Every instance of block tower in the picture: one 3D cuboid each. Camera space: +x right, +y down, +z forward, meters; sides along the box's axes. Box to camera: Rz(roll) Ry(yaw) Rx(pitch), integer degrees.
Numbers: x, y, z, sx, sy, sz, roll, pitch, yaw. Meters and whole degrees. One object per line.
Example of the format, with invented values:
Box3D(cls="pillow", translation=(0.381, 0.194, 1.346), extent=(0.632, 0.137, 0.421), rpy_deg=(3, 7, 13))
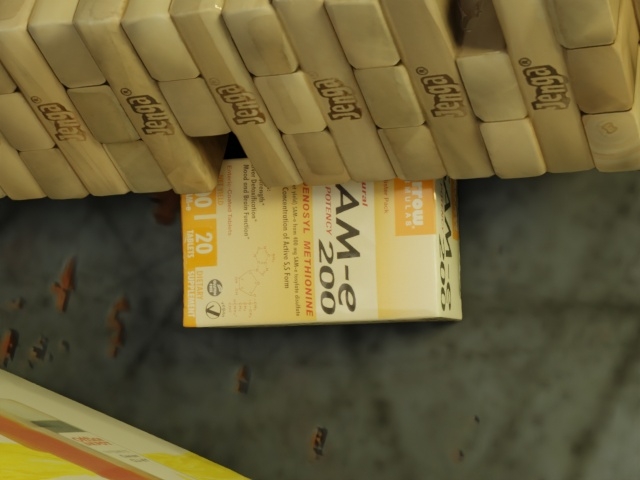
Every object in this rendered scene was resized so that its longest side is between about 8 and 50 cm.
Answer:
Box3D(cls="block tower", translation=(-0.042, -0.078, 0.540), extent=(0.335, 0.097, 0.091), rpy_deg=(-3, 51, 20))

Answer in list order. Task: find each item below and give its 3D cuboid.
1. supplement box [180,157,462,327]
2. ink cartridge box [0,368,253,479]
Box3D(cls="supplement box", translation=(0.000, 0.000, 0.564), extent=(0.098, 0.036, 0.062), rpy_deg=(-4, 85, 19))
Box3D(cls="ink cartridge box", translation=(-0.088, 0.212, 0.492), extent=(0.384, 0.160, 0.279), rpy_deg=(19, 91, 26))
